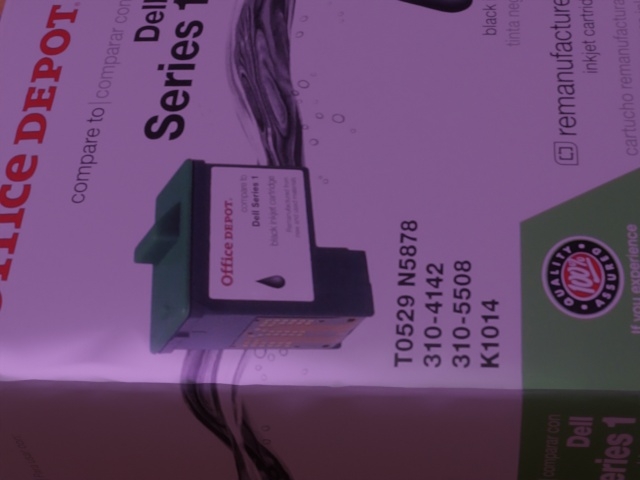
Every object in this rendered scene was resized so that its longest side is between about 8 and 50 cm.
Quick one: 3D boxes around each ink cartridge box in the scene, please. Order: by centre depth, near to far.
[{"bbox_3d":[0.000,0.000,0.398,0.219,0.092,0.160,0,54,6],"label":"ink cartridge box"}]
